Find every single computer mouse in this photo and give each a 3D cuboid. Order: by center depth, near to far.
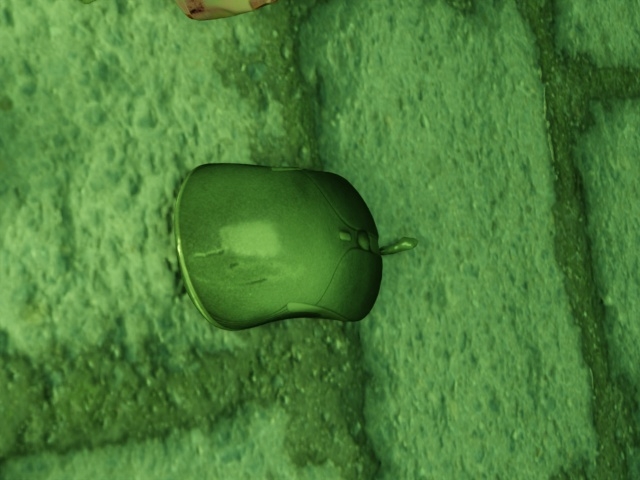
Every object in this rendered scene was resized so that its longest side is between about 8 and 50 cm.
[{"bbox_3d":[0.000,0.000,1.607,0.379,0.090,0.167,-2,83,-51],"label":"computer mouse"}]

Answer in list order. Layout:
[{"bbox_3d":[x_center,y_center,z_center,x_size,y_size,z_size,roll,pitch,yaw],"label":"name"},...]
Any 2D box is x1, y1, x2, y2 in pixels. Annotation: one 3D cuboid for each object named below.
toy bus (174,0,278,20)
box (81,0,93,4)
[{"bbox_3d":[-0.044,-0.327,1.612,0.303,0.128,0.147,-38,114,-49],"label":"toy bus"},{"bbox_3d":[-0.239,-0.334,1.417,0.225,0.086,0.129,39,53,-35],"label":"box"}]
